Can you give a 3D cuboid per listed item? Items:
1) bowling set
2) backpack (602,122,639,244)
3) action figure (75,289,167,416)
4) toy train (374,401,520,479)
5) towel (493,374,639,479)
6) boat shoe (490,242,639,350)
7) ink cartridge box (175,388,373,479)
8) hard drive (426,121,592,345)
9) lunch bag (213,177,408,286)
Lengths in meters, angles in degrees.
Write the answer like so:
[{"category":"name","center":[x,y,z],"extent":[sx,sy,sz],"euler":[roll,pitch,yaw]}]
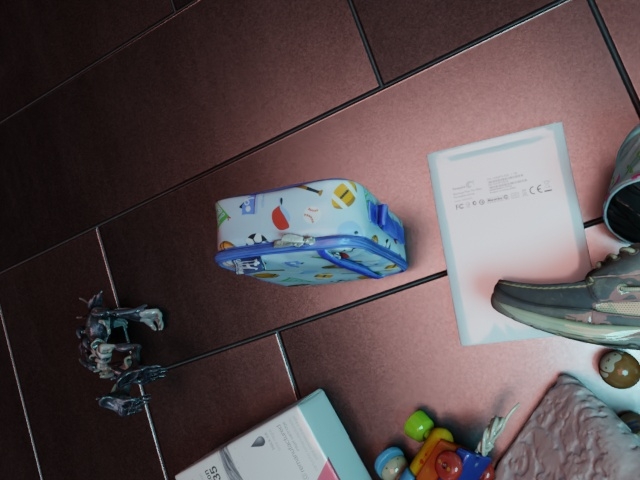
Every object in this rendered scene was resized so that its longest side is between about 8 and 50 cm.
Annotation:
[{"category":"bowling set","center":[0.450,0.240,0.689],"extent":[0.200,0.154,0.286],"euler":[33,101,18]},{"category":"backpack","center":[0.490,-0.063,0.646],"extent":[0.254,0.225,0.190],"euler":[11,71,26]},{"category":"action figure","center":[-0.387,0.207,1.035],"extent":[0.276,0.141,0.164],"euler":[42,114,44]},{"category":"toy train","center":[0.188,0.311,0.818],"extent":[0.247,0.105,0.143],"euler":[-60,37,5]},{"category":"towel","center":[0.298,0.366,0.664],"extent":[0.054,0.332,0.316],"euler":[29,101,-8]},{"category":"boat shoe","center":[0.404,0.075,0.677],"extent":[0.356,0.132,0.130],"euler":[7,82,30]},{"category":"ink cartridge box","center":[-0.076,0.419,0.913],"extent":[0.283,0.117,0.207],"euler":[-35,77,17]},{"category":"hard drive","center":[0.290,-0.005,0.817],"extent":[0.203,0.040,0.307],"euler":[-11,85,21]},{"category":"lunch bag","center":[0.000,0.000,0.791],"extent":[0.243,0.303,0.114],"euler":[-6,78,22]}]
